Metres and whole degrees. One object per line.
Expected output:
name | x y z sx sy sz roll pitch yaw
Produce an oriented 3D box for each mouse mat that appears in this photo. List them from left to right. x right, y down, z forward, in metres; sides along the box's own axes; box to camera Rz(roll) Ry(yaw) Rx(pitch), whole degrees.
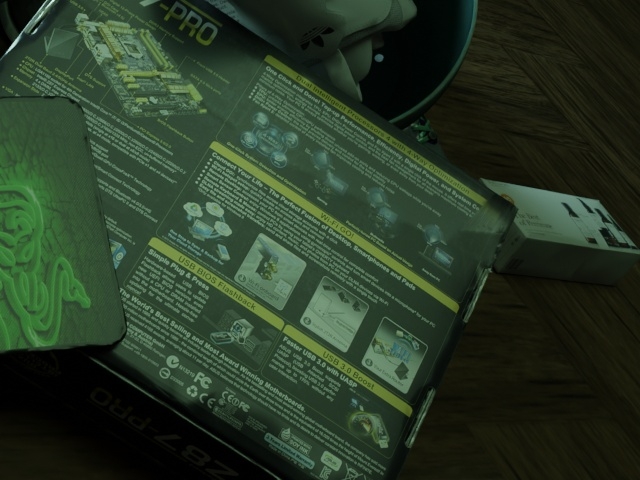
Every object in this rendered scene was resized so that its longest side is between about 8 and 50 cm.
mouse mat | -0.214 -0.013 0.980 0.153 0.007 0.189 -4 67 -26

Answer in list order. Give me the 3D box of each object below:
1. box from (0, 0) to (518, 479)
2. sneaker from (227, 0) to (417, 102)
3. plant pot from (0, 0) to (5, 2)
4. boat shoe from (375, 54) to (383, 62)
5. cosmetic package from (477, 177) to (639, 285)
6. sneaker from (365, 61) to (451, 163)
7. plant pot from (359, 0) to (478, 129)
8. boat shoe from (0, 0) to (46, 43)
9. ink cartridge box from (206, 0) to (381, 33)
box | -0.081 -0.003 1.099 0.395 0.097 0.318 33 57 -7
sneaker | -0.029 -0.266 1.274 0.210 0.137 0.366 52 20 -33
plant pot | -0.341 -0.356 1.345 0.272 0.272 0.255 5 55 -47
boat shoe | 0.049 -0.320 1.912 0.156 0.136 0.367 9 27 -49
cosmetic package | 0.266 -0.009 1.727 0.239 0.060 0.099 7 38 -47
sneaker | 0.086 -0.142 1.677 0.224 0.098 0.083 40 26 7
plant pot | 0.015 -0.216 1.565 0.290 0.290 0.195 43 -8 12
boat shoe | -0.209 -0.180 1.365 0.109 0.091 0.305 10 31 -37
ink cartridge box | -0.088 -0.299 1.426 0.121 0.211 0.289 86 -17 -75
